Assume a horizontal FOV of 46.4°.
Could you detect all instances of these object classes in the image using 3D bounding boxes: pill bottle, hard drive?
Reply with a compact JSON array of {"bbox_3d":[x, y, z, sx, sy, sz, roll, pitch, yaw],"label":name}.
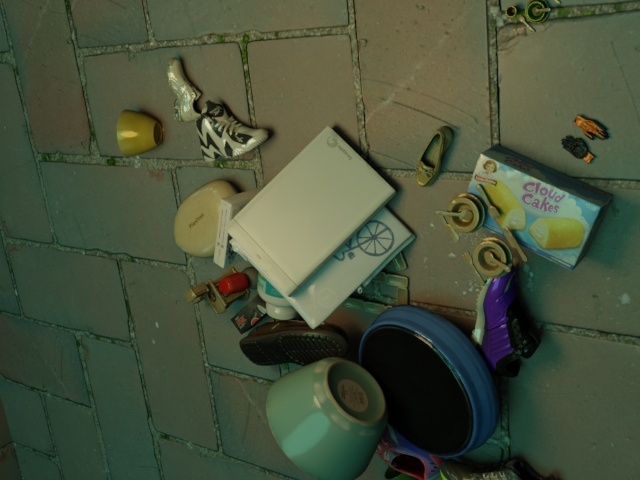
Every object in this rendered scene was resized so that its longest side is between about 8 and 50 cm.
[{"bbox_3d":[-0.090,0.072,1.951,0.146,0.146,0.264,21,119,29],"label":"pill bottle"},{"bbox_3d":[-0.026,-0.071,1.778,0.353,0.047,0.233,-44,77,1],"label":"hard drive"}]

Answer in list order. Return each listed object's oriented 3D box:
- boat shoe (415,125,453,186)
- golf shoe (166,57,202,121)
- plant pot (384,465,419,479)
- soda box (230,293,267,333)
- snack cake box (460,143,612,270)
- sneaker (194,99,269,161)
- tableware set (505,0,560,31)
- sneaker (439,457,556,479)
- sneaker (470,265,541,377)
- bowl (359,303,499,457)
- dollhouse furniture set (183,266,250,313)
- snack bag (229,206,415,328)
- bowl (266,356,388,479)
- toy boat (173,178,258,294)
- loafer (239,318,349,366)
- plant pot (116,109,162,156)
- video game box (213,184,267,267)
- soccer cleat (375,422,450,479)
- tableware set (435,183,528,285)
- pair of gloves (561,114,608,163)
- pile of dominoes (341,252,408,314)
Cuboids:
[{"bbox_3d":[0.245,-0.182,1.661,0.056,0.048,0.153,39,127,18],"label":"boat shoe"},{"bbox_3d":[-0.363,-0.411,2.028,0.086,0.069,0.176,-3,111,17],"label":"golf shoe"},{"bbox_3d":[0.227,0.637,1.997,0.083,0.083,0.079,-29,102,40],"label":"plant pot"},{"bbox_3d":[-0.185,0.201,2.136,0.060,0.053,0.169,53,130,7],"label":"soda box"},{"bbox_3d":[0.437,-0.072,1.536,0.264,0.089,0.152,29,124,25],"label":"snack cake box"},{"bbox_3d":[-0.245,-0.300,1.950,0.235,0.094,0.153,-4,115,48],"label":"sneaker"},{"bbox_3d":[0.416,-0.484,1.427,0.104,0.024,0.154,48,130,11],"label":"tableware set"},{"bbox_3d":[0.435,0.574,1.801,0.300,0.111,0.121,11,108,25],"label":"sneaker"},{"bbox_3d":[0.420,0.183,1.650,0.146,0.102,0.293,23,128,28],"label":"sneaker"},{"bbox_3d":[0.245,0.344,1.795,0.391,0.077,0.391,30,134,37],"label":"bowl"},{"bbox_3d":[-0.322,0.182,2.147,0.161,0.182,0.101,-39,84,40],"label":"dollhouse furniture set"},{"bbox_3d":[0.000,0.000,1.805,0.323,0.037,0.342,44,90,12],"label":"snack bag"},{"bbox_3d":[0.043,0.407,1.812,0.311,0.311,0.163,48,122,12],"label":"bowl"},{"bbox_3d":[-0.273,0.002,2.080,0.267,0.148,0.318,-31,81,35],"label":"toy boat"},{"bbox_3d":[-0.065,0.253,2.009,0.366,0.130,0.134,-6,126,40],"label":"loafer"},{"bbox_3d":[-0.510,-0.307,2.139,0.095,0.134,0.134,2,111,10],"label":"plant pot"},{"bbox_3d":[-0.179,-0.042,1.935,0.048,0.205,0.187,29,122,33],"label":"video game box"},{"bbox_3d":[0.177,0.528,1.956,0.318,0.116,0.108,22,120,28],"label":"soccer cleat"},{"bbox_3d":[0.324,-0.007,1.552,0.128,0.039,0.194,-38,79,39],"label":"tableware set"},{"bbox_3d":[0.520,-0.200,1.473,0.074,0.010,0.083,38,129,17],"label":"pair of gloves"},{"bbox_3d":[0.112,0.083,1.892,0.251,0.040,0.196,11,114,25],"label":"pile of dominoes"}]
